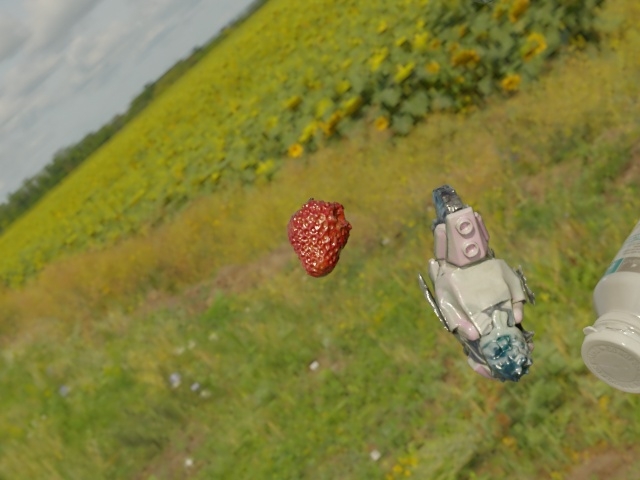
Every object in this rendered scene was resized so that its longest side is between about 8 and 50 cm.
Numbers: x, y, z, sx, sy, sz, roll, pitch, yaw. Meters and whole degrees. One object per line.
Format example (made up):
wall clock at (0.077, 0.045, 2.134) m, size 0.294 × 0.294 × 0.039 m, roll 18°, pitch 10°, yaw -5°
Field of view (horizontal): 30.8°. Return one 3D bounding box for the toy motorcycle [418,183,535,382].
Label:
toy motorcycle at (0.184, 0.071, 1.278) m, size 0.108 × 0.239 × 0.204 m, roll -33°, pitch 28°, yaw 4°

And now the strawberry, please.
strawberry at (0.000, 0.000, 1.249) m, size 0.073 × 0.083 × 0.073 m, roll -12°, pitch -19°, yaw -4°

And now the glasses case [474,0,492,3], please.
glasses case at (0.108, -0.277, 1.088) m, size 0.078 × 0.039 × 0.184 m, roll -47°, pitch 46°, yaw -15°

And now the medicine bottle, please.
medicine bottle at (0.391, 0.070, 1.355) m, size 0.215 × 0.135 × 0.135 m, roll -50°, pitch 13°, yaw -29°
